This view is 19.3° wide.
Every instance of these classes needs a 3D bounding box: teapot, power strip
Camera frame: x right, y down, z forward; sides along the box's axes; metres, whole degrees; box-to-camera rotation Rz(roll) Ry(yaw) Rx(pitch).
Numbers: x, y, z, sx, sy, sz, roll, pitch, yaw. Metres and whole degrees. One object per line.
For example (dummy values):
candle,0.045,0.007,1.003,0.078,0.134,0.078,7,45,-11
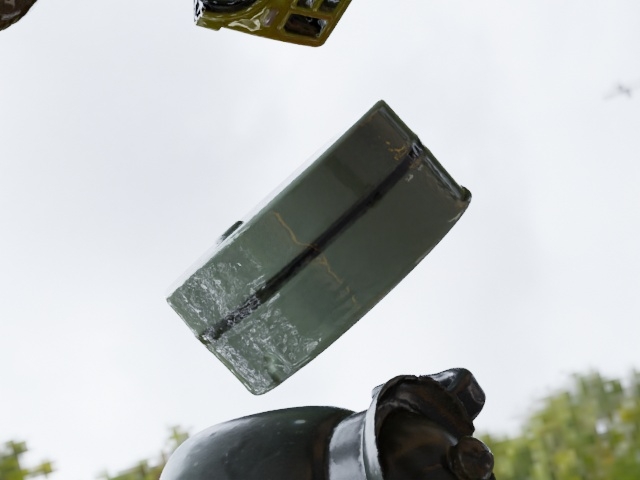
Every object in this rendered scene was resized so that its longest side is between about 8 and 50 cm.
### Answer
teapot,0.048,0.227,1.628,0.305,0.285,0.223,-1,-111,-57
power strip,0.000,0.000,2.089,0.161,0.357,0.357,48,-147,-3

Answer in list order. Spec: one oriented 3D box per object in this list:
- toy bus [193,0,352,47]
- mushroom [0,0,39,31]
toy bus,0.007,-0.304,1.407,0.151,0.331,0.145,15,-133,-19
mushroom,-0.386,-0.259,1.638,0.195,0.283,0.263,67,-147,-27
